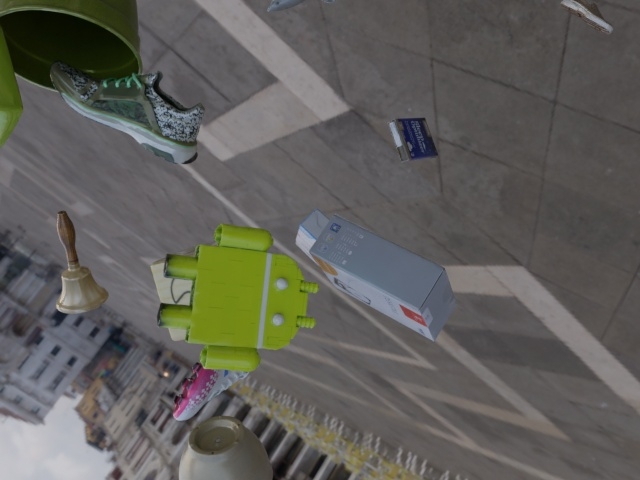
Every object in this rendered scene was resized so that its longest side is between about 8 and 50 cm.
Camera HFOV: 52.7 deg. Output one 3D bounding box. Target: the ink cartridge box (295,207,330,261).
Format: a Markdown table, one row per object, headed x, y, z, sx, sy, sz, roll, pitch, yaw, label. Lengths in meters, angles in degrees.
| x | y | z | sx | sy | sz | roll | pitch | yaw | label |
| --- | --- | --- | --- | --- | --- | --- | --- | --- | --- |
| 0.000 | 0.000 | 1.567 | 0.104 | 0.061 | 0.181 | 43 | 165 | 5 | ink cartridge box |

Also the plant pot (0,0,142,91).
| x | y | z | sx | sy | sz | roll | pitch | yaw | label |
| --- | --- | --- | --- | --- | --- | --- | --- | --- | --- |
| -0.622 | -0.616 | 1.649 | 0.367 | 0.352 | 0.366 | 1 | 160 | 1 | plant pot |

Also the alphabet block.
| x | y | z | sx | sy | sz | roll | pitch | yaw | label |
| --- | --- | --- | --- | --- | --- | --- | --- | --- | --- |
| -0.235 | 0.102 | 1.475 | 0.197 | 0.192 | 0.193 | -13 | -175 | 19 | alphabet block |

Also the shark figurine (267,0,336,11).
| x | y | z | sx | sy | sz | roll | pitch | yaw | label |
| --- | --- | --- | --- | --- | --- | --- | --- | --- | --- |
| 0.008 | -0.629 | 1.539 | 0.116 | 0.166 | 0.278 | 54 | 141 | -4 | shark figurine |

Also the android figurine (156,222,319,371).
| x | y | z | sx | sy | sz | roll | pitch | yaw | label |
| --- | --- | --- | --- | --- | --- | --- | --- | --- | --- |
| -0.135 | 0.099 | 1.108 | 0.273 | 0.248 | 0.056 | 9 | 173 | -18 | android figurine |

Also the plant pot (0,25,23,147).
| x | y | z | sx | sy | sz | roll | pitch | yaw | label |
| --- | --- | --- | --- | --- | --- | --- | --- | --- | --- |
| -0.836 | -0.348 | 1.475 | 0.228 | 0.207 | 0.227 | -27 | 78 | 46 | plant pot |

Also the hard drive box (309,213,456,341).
| x | y | z | sx | sy | sz | roll | pitch | yaw | label |
| --- | --- | --- | --- | --- | --- | --- | --- | --- | --- |
| 0.117 | 0.068 | 1.171 | 0.232 | 0.089 | 0.181 | 27 | 166 | 28 | hard drive box |

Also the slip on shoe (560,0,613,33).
| x | y | z | sx | sy | sz | roll | pitch | yaw | label |
| --- | --- | --- | --- | --- | --- | --- | --- | --- | --- |
| 0.610 | -0.518 | 1.461 | 0.135 | 0.041 | 0.051 | 46 | -165 | 28 | slip on shoe |

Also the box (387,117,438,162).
| x | y | z | sx | sy | sz | roll | pitch | yaw | label |
| --- | --- | --- | --- | --- | --- | --- | --- | --- | --- |
| 0.310 | -0.328 | 2.083 | 0.037 | 0.225 | 0.136 | -22 | 86 | 39 | box |

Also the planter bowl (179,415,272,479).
| x | y | z | sx | sy | sz | roll | pitch | yaw | label |
| --- | --- | --- | --- | --- | --- | --- | --- | --- | --- |
| -0.168 | 0.372 | 1.107 | 0.162 | 0.162 | 0.109 | 19 | 125 | 41 | planter bowl |

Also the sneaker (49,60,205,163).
| x | y | z | sx | sy | sz | roll | pitch | yaw | label |
| --- | --- | --- | --- | --- | --- | --- | --- | --- | --- |
| -0.465 | -0.365 | 1.620 | 0.411 | 0.182 | 0.158 | 28 | -158 | -11 | sneaker |

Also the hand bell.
| x | y | z | sx | sy | sz | roll | pitch | yaw | label |
| --- | --- | --- | --- | --- | --- | --- | --- | --- | --- |
| -0.598 | 0.042 | 1.552 | 0.126 | 0.126 | 0.241 | 21 | 126 | 37 | hand bell |

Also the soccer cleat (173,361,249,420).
| x | y | z | sx | sy | sz | roll | pitch | yaw | label |
| --- | --- | --- | --- | --- | --- | --- | --- | --- | --- |
| -0.238 | 0.324 | 1.631 | 0.143 | 0.331 | 0.116 | 36 | 153 | -12 | soccer cleat |
